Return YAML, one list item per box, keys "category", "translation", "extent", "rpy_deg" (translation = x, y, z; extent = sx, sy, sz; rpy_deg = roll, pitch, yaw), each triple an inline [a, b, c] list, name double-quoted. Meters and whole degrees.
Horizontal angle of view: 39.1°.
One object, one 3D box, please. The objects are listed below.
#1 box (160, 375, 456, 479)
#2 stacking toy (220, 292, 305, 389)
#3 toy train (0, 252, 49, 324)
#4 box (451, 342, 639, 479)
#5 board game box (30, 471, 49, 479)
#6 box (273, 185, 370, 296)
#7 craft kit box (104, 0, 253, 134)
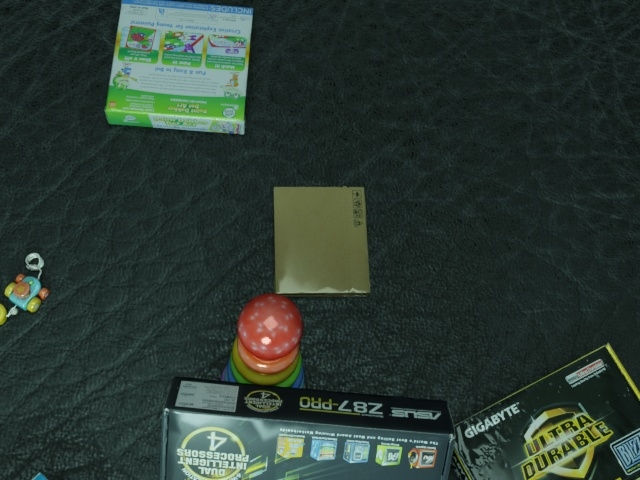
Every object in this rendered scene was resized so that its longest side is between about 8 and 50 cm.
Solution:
- category: "box"
  translation: [-0.030, 0.363, 1.282]
  extent: [0.394, 0.318, 0.097]
  rpy_deg: [6, 25, -3]
- category: "stacking toy"
  translation: [-0.080, 0.178, 1.316]
  extent: [0.141, 0.330, 0.141]
  rpy_deg: [2, 63, -5]
- category: "toy train"
  translation: [-0.533, 0.076, 1.474]
  extent: [0.166, 0.046, 0.125]
  rpy_deg: [-17, 71, -11]
- category: "box"
  translation: [0.386, 0.349, 1.433]
  extent: [0.322, 0.079, 0.257]
  rpy_deg: [-24, 74, -14]
- category: "board game box"
  translation: [-0.375, 0.518, 1.261]
  extent: [0.303, 0.097, 0.224]
  rpy_deg: [40, 55, 10]
- category: "box"
  translation: [0.000, 0.000, 1.566]
  extent: [0.164, 0.021, 0.201]
  rpy_deg: [0, 69, -5]
- category: "craft kit box"
  translation: [-0.253, -0.322, 1.655]
  extent: [0.249, 0.061, 0.247]
  rpy_deg: [5, 66, -3]
